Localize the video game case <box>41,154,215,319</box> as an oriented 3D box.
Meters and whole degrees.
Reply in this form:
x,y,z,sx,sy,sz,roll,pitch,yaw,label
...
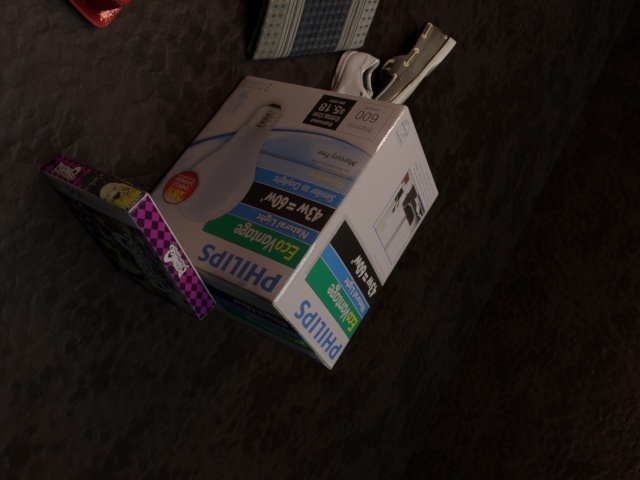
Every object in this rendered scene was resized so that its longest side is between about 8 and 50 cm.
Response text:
x,y,z,sx,sy,sz,roll,pitch,yaw,label
-0.271,-0.002,0.888,0.042,0.210,0.232,-49,142,-26,video game case

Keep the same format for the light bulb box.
x,y,z,sx,sy,sz,roll,pitch,yaw,label
-0.060,-0.046,1.022,0.361,0.357,0.225,-56,142,-19,light bulb box

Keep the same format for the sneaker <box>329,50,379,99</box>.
x,y,z,sx,sy,sz,roll,pitch,yaw,label
0.063,-0.287,1.291,0.080,0.094,0.212,3,106,-56,sneaker

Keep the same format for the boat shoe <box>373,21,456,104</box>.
x,y,z,sx,sy,sz,roll,pitch,yaw,label
0.189,-0.382,1.418,0.305,0.091,0.109,-48,-177,-20,boat shoe

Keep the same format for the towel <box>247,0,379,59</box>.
x,y,z,sx,sy,sz,roll,pitch,yaw,label
0.019,-0.480,1.092,0.312,0.056,0.324,-23,147,-42,towel

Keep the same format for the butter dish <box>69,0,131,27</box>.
x,y,z,sx,sy,sz,roll,pitch,yaw,label
-0.261,-0.371,0.781,0.160,0.118,0.160,-58,145,-13,butter dish
